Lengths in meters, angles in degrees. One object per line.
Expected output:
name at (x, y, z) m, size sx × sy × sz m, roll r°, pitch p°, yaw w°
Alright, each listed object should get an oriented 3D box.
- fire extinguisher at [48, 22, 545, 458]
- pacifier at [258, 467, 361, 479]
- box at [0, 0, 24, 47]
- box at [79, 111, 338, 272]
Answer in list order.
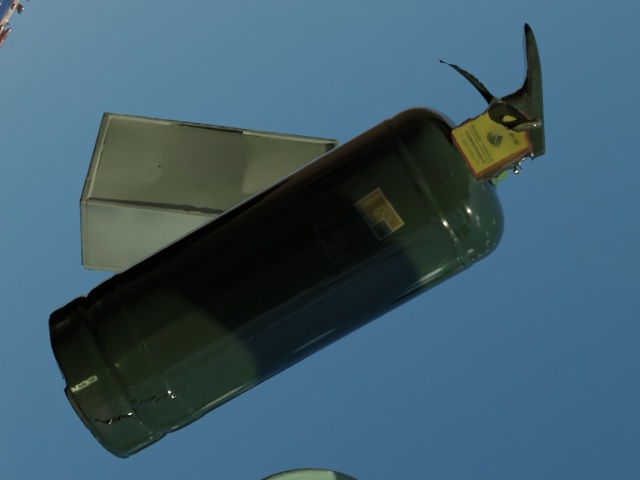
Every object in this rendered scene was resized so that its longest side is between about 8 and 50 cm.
fire extinguisher at (0.000, 0.000, 0.816) m, size 0.311 × 0.114 × 0.095 m, roll -28°, pitch 180°, yaw 5°
pacifier at (-0.039, 0.422, 1.611) m, size 0.288 × 0.343 × 0.269 m, roll 5°, pitch 169°, yaw -12°
box at (-0.417, -0.276, 1.175) m, size 0.318 × 0.348 × 0.257 m, roll -57°, pitch 180°, yaw 11°
box at (-0.100, -0.035, 1.370) m, size 0.225 × 0.086 × 0.129 m, roll 6°, pitch -136°, yaw -1°
